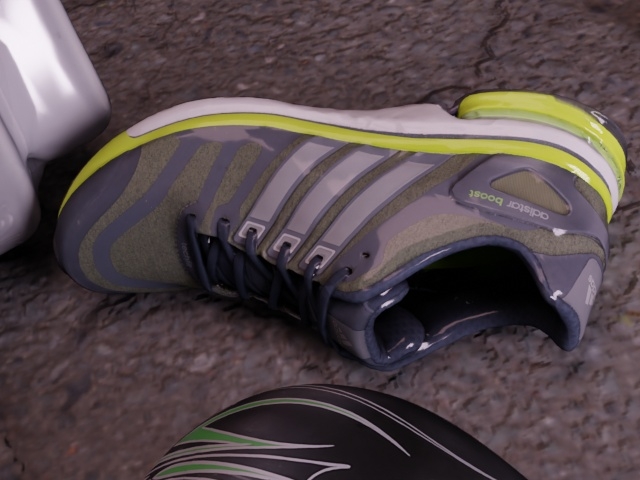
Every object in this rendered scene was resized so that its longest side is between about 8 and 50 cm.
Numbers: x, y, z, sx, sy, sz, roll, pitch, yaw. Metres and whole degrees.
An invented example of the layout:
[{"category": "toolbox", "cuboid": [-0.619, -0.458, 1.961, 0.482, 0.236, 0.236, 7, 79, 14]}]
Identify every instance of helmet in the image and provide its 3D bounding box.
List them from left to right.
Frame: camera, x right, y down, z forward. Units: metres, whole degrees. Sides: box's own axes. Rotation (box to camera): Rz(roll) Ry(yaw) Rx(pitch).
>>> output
[{"category": "helmet", "cuboid": [0.001, 0.130, 0.415, 0.162, 0.169, 0.169, 22, 52, 15]}]

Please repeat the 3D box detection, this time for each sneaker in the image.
[{"category": "sneaker", "cuboid": [0.000, 0.000, 0.590, 0.300, 0.111, 0.121, -5, 47, 17]}]

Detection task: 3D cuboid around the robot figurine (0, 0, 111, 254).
[{"category": "robot figurine", "cuboid": [-0.299, -0.040, 0.661, 0.353, 0.199, 0.300, -29, 19, -13]}]
